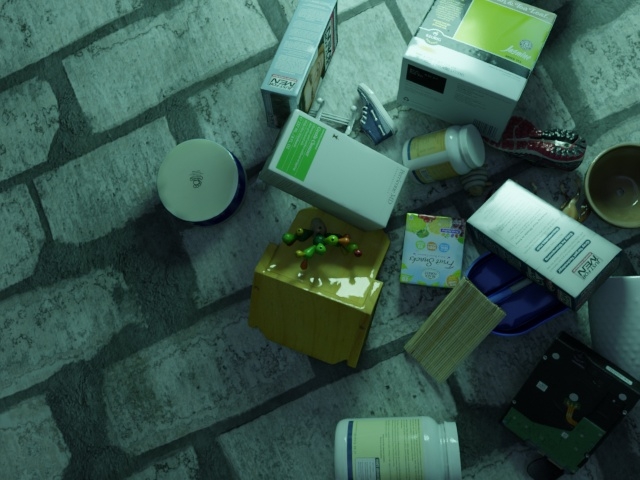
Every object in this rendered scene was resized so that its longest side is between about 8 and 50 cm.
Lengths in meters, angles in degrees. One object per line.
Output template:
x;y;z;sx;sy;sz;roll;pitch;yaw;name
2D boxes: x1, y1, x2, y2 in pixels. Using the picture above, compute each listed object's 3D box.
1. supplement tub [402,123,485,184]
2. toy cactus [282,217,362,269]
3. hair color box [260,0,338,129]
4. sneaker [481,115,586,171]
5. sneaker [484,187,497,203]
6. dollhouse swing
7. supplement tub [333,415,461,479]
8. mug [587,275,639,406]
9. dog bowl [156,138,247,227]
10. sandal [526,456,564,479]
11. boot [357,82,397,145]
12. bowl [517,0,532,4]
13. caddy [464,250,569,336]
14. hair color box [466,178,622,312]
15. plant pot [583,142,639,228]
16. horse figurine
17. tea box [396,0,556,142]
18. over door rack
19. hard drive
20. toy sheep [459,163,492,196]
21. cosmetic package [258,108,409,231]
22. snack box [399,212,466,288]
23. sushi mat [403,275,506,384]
0.351;-0.247;1.801;0.200;0.144;0.144;-11;80;37;supplement tub
0.000;0.000;1.775;0.219;0.180;0.112;-1;119;-5;toy cactus
-0.054;-0.521;1.854;0.113;0.185;0.374;16;67;10;hair color box
0.605;-0.268;1.825;0.299;0.112;0.121;22;70;23;sneaker
0.513;-0.093;1.850;0.057;0.047;0.119;8;86;-10;sneaker
0.011;0.127;1.884;0.347;0.305;0.315;19;127;10;dollhouse swing
0.209;0.598;1.706;0.325;0.235;0.235;-4;82;8;supplement tub
0.895;0.254;1.652;0.374;0.276;0.328;-1;86;-20;mug
-0.366;-0.177;1.953;0.265;0.104;0.265;-1;83;9;dog bowl
0.653;0.618;1.744;0.179;0.040;0.067;-17;86;-9;sandal
0.148;-0.385;1.920;0.086;0.069;0.190;-34;81;0;boot
0.548;-0.797;1.849;0.311;0.163;0.311;0;72;1;bowl
0.555;0.119;1.744;0.341;0.179;0.241;-31;81;3;caddy
0.571;0.007;1.632;0.174;0.105;0.347;-44;55;-6;hair color box
0.853;-0.144;1.766;0.237;0.110;0.237;-1;82;9;plant pot
0.658;-0.089;1.813;0.263;0.066;0.174;1;78;11;horse figurine
0.431;-0.510;1.780;0.329;0.220;0.323;25;71;11;tea box
-0.043;-0.285;1.918;0.239;0.108;0.324;16;86;11;over door rack
0.643;0.428;1.642;0.237;0.064;0.339;35;125;23;hard drive
0.450;-0.189;1.847;0.091;0.091;0.132;-11;68;7;toy sheep
0.036;-0.188;1.772;0.365;0.155;0.197;24;79;-13;cosmetic package
0.328;0.033;1.843;0.174;0.070;0.207;5;86;8;snack box
0.365;0.255;1.748;0.151;0.019;0.316;42;124;14;sushi mat
